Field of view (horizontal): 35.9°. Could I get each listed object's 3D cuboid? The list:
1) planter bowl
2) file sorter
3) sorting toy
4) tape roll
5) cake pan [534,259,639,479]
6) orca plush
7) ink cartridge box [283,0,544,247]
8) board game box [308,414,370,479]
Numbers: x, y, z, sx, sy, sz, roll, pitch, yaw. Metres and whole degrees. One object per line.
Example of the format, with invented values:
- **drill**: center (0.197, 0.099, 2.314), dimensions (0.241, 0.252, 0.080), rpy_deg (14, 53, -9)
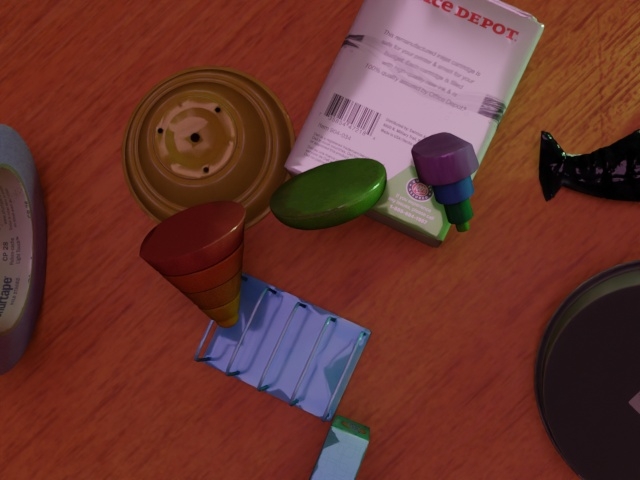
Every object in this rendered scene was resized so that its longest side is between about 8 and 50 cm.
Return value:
- **planter bowl**: center (-0.141, -0.114, 1.172), dimensions (0.217, 0.090, 0.217), rpy_deg (-1, 83, 4)
- **file sorter**: center (-0.044, 0.121, 1.133), dimensions (0.170, 0.104, 0.118), rpy_deg (24, 86, 7)
- **sorting toy**: center (0.000, 0.000, 1.051), dimensions (0.365, 0.127, 0.126), rpy_deg (-18, 114, 1)
- **tape roll**: center (-0.388, 0.010, 1.083), dimensions (0.090, 0.275, 0.275), rpy_deg (1, 84, 3)
- **cake pan**: center (0.371, 0.166, 1.066), dimensions (0.293, 0.054, 0.293), rpy_deg (3, 98, 26)
- **orca plush**: center (0.398, -0.110, 1.126), dimensions (0.287, 0.102, 0.151), rpy_deg (5, 84, 5)
- **ink cartridge box**: center (0.108, -0.157, 1.145), dimensions (0.198, 0.115, 0.273), rpy_deg (26, 87, 6)
- **board game box**: center (-0.003, 0.302, 1.083), dimensions (0.047, 0.160, 0.210), rpy_deg (21, 86, 5)
